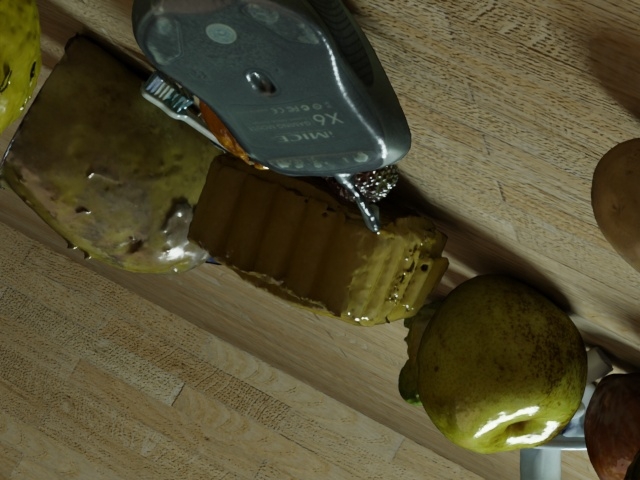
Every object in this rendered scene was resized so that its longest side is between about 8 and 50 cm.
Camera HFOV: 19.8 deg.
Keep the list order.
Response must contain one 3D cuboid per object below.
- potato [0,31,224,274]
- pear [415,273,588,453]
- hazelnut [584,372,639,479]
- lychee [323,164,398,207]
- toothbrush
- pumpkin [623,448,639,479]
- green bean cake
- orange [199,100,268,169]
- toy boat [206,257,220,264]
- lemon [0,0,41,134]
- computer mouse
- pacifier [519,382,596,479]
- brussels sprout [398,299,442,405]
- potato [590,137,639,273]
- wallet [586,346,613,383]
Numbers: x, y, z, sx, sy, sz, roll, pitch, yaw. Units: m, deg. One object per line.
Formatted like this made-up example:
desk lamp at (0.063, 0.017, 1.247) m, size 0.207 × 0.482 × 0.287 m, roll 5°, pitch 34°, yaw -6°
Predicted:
potato at (-0.219, -0.075, 2.089) m, size 0.266 × 0.229 × 0.229 m, roll 29°, pitch 170°, yaw -9°
pear at (0.198, 0.133, 2.031) m, size 0.197 × 0.197 × 0.197 m, roll 29°, pitch 170°, yaw 6°
hazelnut at (0.367, 0.218, 2.109) m, size 0.143 × 0.143 × 0.154 m, roll 34°, pitch -174°, yaw -21°
lychee at (0.037, -0.069, 1.794) m, size 0.083 × 0.068 × 0.067 m, roll -1°, pitch 157°, yaw -32°
toothbrush at (-0.038, -0.075, 2.059) m, size 0.386 × 0.040 × 0.040 m, roll 33°, pitch 169°, yaw -17°
pumpkin at (0.512, 0.288, 1.934) m, size 0.325 × 0.242 × 0.232 m, roll 36°, pitch 140°, yaw -9°
green bean cake at (0.000, 0.000, 1.920) m, size 0.229 × 0.131 × 0.224 m, roll 26°, pitch -172°, yaw 23°
orange at (-0.046, -0.122, 1.640) m, size 0.135 × 0.117 × 0.135 m, roll 33°, pitch 167°, yaw 9°
toy boat at (-0.168, -0.066, 2.271) m, size 0.309 × 0.129 × 0.142 m, roll 30°, pitch 141°, yaw 2°
lemon at (-0.425, -0.216, 1.861) m, size 0.321 × 0.268 × 0.268 m, roll 23°, pitch 168°, yaw 33°
computer mouse at (-0.020, -0.131, 1.510) m, size 0.167 × 0.090 × 0.379 m, roll -1°, pitch 146°, yaw 27°
pacifier at (0.276, 0.281, 2.361) m, size 0.238 × 0.226 × 0.287 m, roll -6°, pitch -174°, yaw -32°
brussels sprout at (0.156, 0.151, 2.346) m, size 0.100 × 0.139 × 0.181 m, roll 27°, pitch 169°, yaw -26°
potato at (0.264, -0.016, 1.336) m, size 0.147 × 0.112 × 0.112 m, roll 37°, pitch 170°, yaw 3°
wallet at (0.281, 0.165, 2.149) m, size 0.061 × 0.122 × 0.025 m, roll 38°, pitch -150°, yaw -59°
